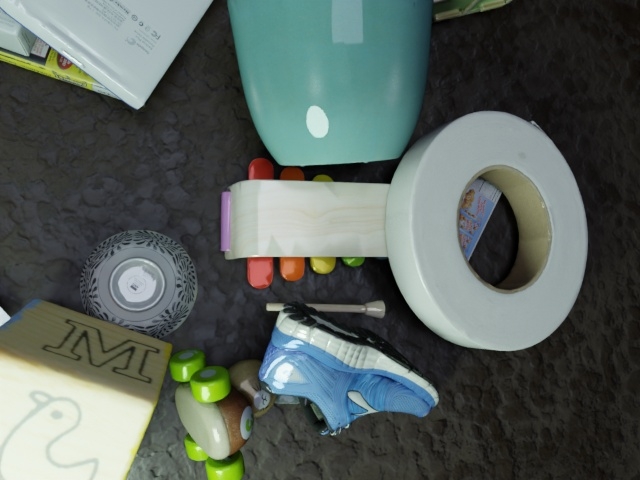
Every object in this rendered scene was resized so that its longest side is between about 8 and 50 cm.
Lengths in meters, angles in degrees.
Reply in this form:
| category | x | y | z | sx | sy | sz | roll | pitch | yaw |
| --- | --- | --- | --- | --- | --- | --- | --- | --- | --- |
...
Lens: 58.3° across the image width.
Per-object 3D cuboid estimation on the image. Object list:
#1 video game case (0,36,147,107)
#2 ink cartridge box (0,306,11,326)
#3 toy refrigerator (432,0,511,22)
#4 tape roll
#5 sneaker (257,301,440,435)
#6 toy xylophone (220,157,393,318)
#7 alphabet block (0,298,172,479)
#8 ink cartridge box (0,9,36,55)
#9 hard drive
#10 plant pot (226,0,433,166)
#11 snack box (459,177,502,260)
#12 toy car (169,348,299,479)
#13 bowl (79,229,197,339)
| category | x | y | z | sx | sy | sz | roll | pitch | yaw |
| --- | --- | --- | --- | --- | --- | --- | --- | --- | --- |
| video game case | -0.350 | -0.370 | 0.870 | 0.248 | 0.035 | 0.275 | 17 | 79 | -12 |
| ink cartridge box | -0.532 | 0.085 | 0.774 | 0.145 | 0.045 | 0.179 | -41 | 100 | -15 |
| toy refrigerator | 0.232 | -0.442 | 0.996 | 0.269 | 0.102 | 0.094 | -20 | 90 | -16 |
| tape roll | 0.282 | -0.017 | 0.940 | 0.391 | 0.072 | 0.393 | 4 | 82 | -28 |
| sneaker | 0.041 | 0.209 | 0.850 | 0.330 | 0.130 | 0.147 | 28 | 95 | -33 |
| toy xylophone | 0.000 | 0.000 | 0.898 | 0.322 | 0.081 | 0.237 | 9 | 82 | -14 |
| alphabet block | -0.317 | 0.209 | 0.716 | 0.197 | 0.193 | 0.193 | 21 | 98 | -12 |
| ink cartridge box | -0.442 | -0.366 | 0.787 | 0.127 | 0.072 | 0.175 | 18 | 79 | -12 |
| hard drive | -0.267 | -0.379 | 0.823 | 0.210 | 0.040 | 0.319 | 37 | 66 | -28 |
| plant pot | 0.019 | -0.231 | 0.834 | 0.292 | 0.293 | 0.235 | -6 | 100 | -15 |
| snack box | 0.266 | -0.053 | 1.005 | 0.064 | 0.022 | 0.178 | 32 | 77 | -11 |
| toy car | -0.102 | 0.224 | 0.827 | 0.188 | 0.149 | 0.155 | -16 | 108 | -32 |
| bowl | -0.261 | 0.065 | 0.824 | 0.170 | 0.080 | 0.170 | 1 | 85 | -15 |
